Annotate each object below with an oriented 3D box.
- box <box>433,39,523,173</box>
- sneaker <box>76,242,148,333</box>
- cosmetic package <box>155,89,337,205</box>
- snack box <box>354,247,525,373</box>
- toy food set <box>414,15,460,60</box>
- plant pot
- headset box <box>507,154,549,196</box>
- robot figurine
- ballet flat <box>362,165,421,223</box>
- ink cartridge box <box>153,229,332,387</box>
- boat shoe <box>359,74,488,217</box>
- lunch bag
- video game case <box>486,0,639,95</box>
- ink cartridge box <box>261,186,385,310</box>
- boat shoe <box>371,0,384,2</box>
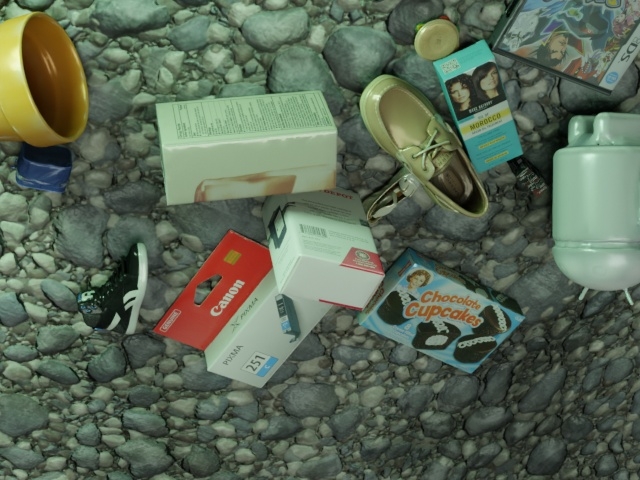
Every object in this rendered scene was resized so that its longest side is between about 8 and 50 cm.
[{"bbox_3d":[0.289,-0.238,1.925,0.100,0.060,0.244,-24,135,5],"label":"box"},{"bbox_3d":[-0.399,0.095,2.015,0.121,0.079,0.217,4,128,-19],"label":"sneaker"},{"bbox_3d":[-0.129,-0.162,1.836,0.296,0.153,0.129,-5,127,-9],"label":"cosmetic package"},{"bbox_3d":[0.253,0.153,2.237,0.322,0.060,0.187,25,117,-29],"label":"snack box"},{"bbox_3d":[0.204,-0.351,1.853,0.083,0.020,0.083,-10,129,-5],"label":"toy food set"},{"bbox_3d":[-0.497,-0.236,1.670,0.187,0.205,0.205,-11,131,15],"label":"plant pot"},{"bbox_3d":[0.403,-0.127,2.053,0.032,0.062,0.083,-40,127,19],"label":"headset box"},{"bbox_3d":[0.537,-0.060,1.989,0.199,0.300,0.354,0,93,-23],"label":"robot figurine"},{"bbox_3d":[0.148,-0.090,2.025,0.168,0.052,0.057,-40,126,17],"label":"ballet flat"},{"bbox_3d":[-0.148,0.146,2.129,0.261,0.066,0.296,24,118,-30],"label":"ink cartridge box"},{"bbox_3d":[0.200,-0.167,1.919,0.122,0.110,0.341,-48,126,-1],"label":"boat shoe"},{"bbox_3d":[-0.481,-0.123,1.831,0.098,0.067,0.065,10,124,-20],"label":"lunch bag"},{"bbox_3d":[0.468,-0.402,1.871,0.274,0.035,0.248,15,123,-24],"label":"video game case"},{"bbox_3d":[0.000,0.000,1.941,0.172,0.237,0.100,13,126,-23],"label":"ink cartridge box"},{"bbox_3d":[0.165,-0.441,1.744,0.206,0.065,0.075,-20,129,2],"label":"boat shoe"}]
